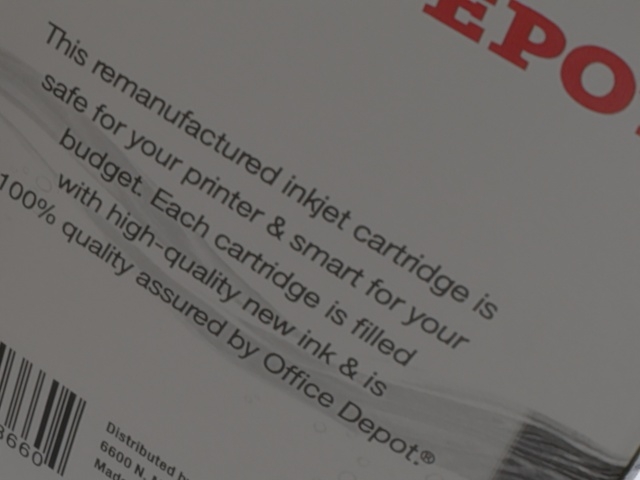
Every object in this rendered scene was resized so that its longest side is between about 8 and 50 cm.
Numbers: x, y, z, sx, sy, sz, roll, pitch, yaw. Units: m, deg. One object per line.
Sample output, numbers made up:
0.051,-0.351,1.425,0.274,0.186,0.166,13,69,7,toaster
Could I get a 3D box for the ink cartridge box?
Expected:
0.000,0.000,0.423,0.211,0.121,0.289,33,-54,14,ink cartridge box
